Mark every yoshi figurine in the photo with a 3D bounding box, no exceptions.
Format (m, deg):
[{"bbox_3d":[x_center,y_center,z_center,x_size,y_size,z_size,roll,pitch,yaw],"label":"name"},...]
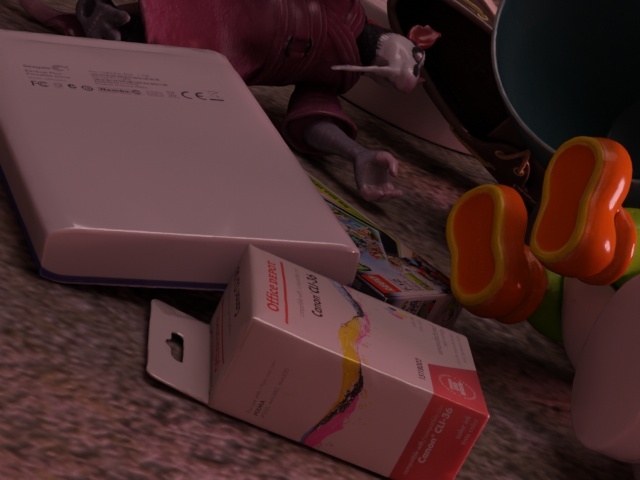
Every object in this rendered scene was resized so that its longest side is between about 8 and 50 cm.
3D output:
[{"bbox_3d":[0.279,0.024,1.474,0.362,0.203,0.203,26,14,-32],"label":"yoshi figurine"}]

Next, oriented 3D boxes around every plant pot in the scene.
[{"bbox_3d":[0.303,-0.122,1.660,0.290,0.290,0.195,37,-15,28],"label":"plant pot"}]

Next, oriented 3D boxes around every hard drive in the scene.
[{"bbox_3d":[-0.123,-0.061,1.357,0.210,0.040,0.318,4,27,-23],"label":"hard drive"}]

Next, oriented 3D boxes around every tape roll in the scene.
[{"bbox_3d":[0.103,-0.196,2.016,0.286,0.100,0.286,24,19,-9],"label":"tape roll"}]

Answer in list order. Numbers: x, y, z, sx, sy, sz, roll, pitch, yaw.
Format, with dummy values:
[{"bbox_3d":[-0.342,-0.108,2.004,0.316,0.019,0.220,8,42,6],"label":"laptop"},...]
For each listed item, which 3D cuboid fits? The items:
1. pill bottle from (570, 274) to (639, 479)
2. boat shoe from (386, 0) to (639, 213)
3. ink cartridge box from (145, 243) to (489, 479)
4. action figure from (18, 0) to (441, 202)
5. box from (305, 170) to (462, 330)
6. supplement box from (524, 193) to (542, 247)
[{"bbox_3d":[0.339,0.134,1.312,0.323,0.181,0.181,22,19,-16],"label":"pill bottle"},{"bbox_3d":[0.178,-0.114,1.793,0.324,0.116,0.097,53,23,8],"label":"boat shoe"},{"bbox_3d":[-0.004,0.071,1.191,0.198,0.067,0.115,22,19,-13],"label":"ink cartridge box"},{"bbox_3d":[-0.058,-0.171,1.673,0.370,0.248,0.276,10,-2,-39],"label":"action figure"},{"bbox_3d":[0.000,0.000,1.440,0.207,0.036,0.114,37,21,28],"label":"box"},{"bbox_3d":[0.289,0.049,1.649,0.239,0.073,0.130,25,17,-10],"label":"supplement box"}]
